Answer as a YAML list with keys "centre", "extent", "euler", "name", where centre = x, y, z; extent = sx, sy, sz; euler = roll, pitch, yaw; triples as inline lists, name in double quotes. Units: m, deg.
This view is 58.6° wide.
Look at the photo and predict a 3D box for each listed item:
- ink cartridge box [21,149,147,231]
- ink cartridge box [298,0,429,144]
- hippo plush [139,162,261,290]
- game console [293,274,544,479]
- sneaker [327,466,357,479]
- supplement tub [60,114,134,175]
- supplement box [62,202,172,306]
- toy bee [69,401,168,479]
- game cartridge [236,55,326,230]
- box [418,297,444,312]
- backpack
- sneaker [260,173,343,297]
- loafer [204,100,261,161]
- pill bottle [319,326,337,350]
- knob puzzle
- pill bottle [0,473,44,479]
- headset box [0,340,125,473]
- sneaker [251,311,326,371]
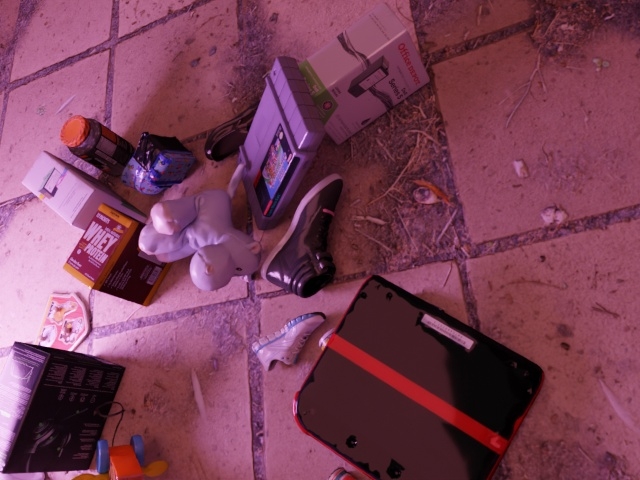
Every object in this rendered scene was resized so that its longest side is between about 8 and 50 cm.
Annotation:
- centre: [-0.651, -0.113, 1.572]
  extent: [0.278, 0.201, 0.117]
  euler: [31, 86, 31]
  name: "ink cartridge box"
- centre: [0.092, -0.378, 1.320]
  extent: [0.273, 0.198, 0.114]
  euler: [-34, 61, 11]
  name: "ink cartridge box"
- centre: [-0.256, 0.014, 1.371]
  extent: [0.294, 0.234, 0.236]
  euler: [-30, 73, -35]
  name: "hippo plush"
- centre: [0.171, 0.295, 1.081]
  extent: [0.387, 0.060, 0.342]
  euler: [29, 80, 18]
  name: "game console"
- centre: [0.027, 0.526, 1.095]
  extent: [0.075, 0.057, 0.161]
  euler: [23, 79, 36]
  name: "sneaker"
- centre: [-0.638, -0.272, 1.633]
  extent: [0.117, 0.190, 0.116]
  euler: [-9, 67, 23]
  name: "supplement tub"
- centre: [-0.497, 0.040, 1.446]
  extent: [0.129, 0.194, 0.191]
  euler: [26, 84, 31]
  name: "supplement box"
- centre: [-0.445, 0.513, 1.288]
  extent: [0.195, 0.298, 0.162]
  euler: [5, 103, -7]
  name: "toy bee"
- centre: [-0.105, -0.207, 1.306]
  extent: [0.355, 0.068, 0.230]
  euler: [-57, 42, 49]
  name: "game cartridge"
- centre: [0.203, 0.155, 1.173]
  extent: [0.083, 0.018, 0.067]
  euler: [26, 83, 30]
  name: "box"
- centre: [-0.442, -0.191, 1.536]
  extent: [0.117, 0.158, 0.173]
  euler: [44, 107, 13]
  name: "backpack"
- centre: [0.000, 0.000, 1.284]
  extent: [0.147, 0.105, 0.295]
  euler: [35, 94, 29]
  name: "sneaker"
- centre: [-0.210, -0.277, 1.494]
  extent: [0.220, 0.080, 0.078]
  euler: [-38, 59, 8]
  name: "loafer"
- centre: [0.053, 0.242, 1.185]
  extent: [0.065, 0.065, 0.116]
  euler: [-43, 60, 5]
  name: "pill bottle"
- centre: [-0.716, 0.235, 1.574]
  extent: [0.213, 0.030, 0.213]
  euler: [-9, 67, 22]
  name: "knob puzzle"
- centre: [-0.798, 0.656, 1.397]
  extent: [0.131, 0.131, 0.229]
  euler: [29, 86, 31]
  name: "pill bottle"
- centre: [-0.636, 0.406, 1.348]
  extent: [0.131, 0.246, 0.282]
  euler: [10, 77, 28]
  name: "headset box"
- centre: [-0.058, 0.225, 1.250]
  extent: [0.191, 0.071, 0.082]
  euler: [-35, 66, 20]
  name: "sneaker"
